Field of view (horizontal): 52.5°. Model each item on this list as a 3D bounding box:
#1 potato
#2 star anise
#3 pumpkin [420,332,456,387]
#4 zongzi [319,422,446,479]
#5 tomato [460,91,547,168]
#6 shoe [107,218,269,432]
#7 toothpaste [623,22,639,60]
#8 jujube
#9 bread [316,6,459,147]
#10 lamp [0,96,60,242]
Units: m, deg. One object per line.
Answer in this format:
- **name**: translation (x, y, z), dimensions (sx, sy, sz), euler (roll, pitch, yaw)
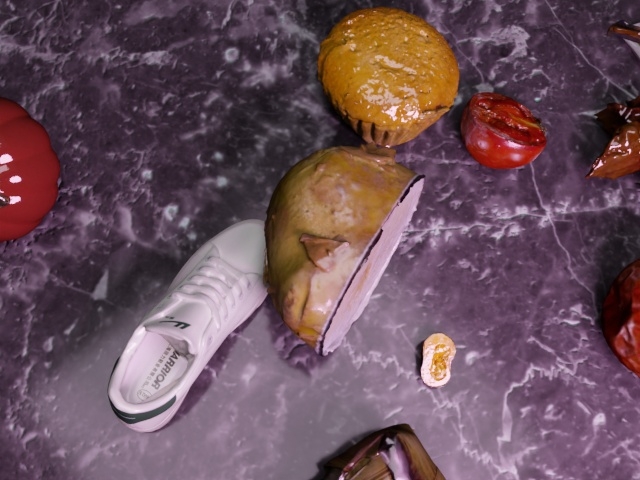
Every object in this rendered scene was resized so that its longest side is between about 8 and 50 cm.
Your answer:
- **potato**: translation (0.000, 0.000, 0.937), dimensions (0.196, 0.246, 0.299), euler (25, 65, 14)
- **star anise**: translation (0.545, -0.204, 1.094), dimensions (0.238, 0.148, 0.346), euler (-9, 83, -10)
- **pumpkin**: translation (0.176, 0.183, 0.994), dimensions (0.050, 0.028, 0.083), euler (14, 80, -2)
- **zongzi**: translation (0.063, 0.430, 0.863), dimensions (0.300, 0.138, 0.286), euler (-33, 85, 0)
- **tomato**: translation (0.299, -0.174, 1.093), dimensions (0.139, 0.091, 0.159), euler (11, 44, -11)
- **shoe**: translation (-0.177, 0.101, 0.922), dimensions (0.132, 0.160, 0.363), euler (32, 73, 4)
- **toothpaste**: translation (0.635, -0.299, 1.191), dimensions (0.067, 0.037, 0.255), euler (-19, 71, -11)
- **jujube**: translation (0.551, 0.126, 0.962), dimensions (0.232, 0.213, 0.212), euler (12, 71, 1)
- **bread**: translation (0.110, -0.274, 1.080), dimensions (0.240, 0.139, 0.239), euler (2, 72, -5)
- **lamp**: translation (-0.491, -0.105, 0.945), dimensions (0.227, 0.227, 0.226), euler (1, 72, -4)
